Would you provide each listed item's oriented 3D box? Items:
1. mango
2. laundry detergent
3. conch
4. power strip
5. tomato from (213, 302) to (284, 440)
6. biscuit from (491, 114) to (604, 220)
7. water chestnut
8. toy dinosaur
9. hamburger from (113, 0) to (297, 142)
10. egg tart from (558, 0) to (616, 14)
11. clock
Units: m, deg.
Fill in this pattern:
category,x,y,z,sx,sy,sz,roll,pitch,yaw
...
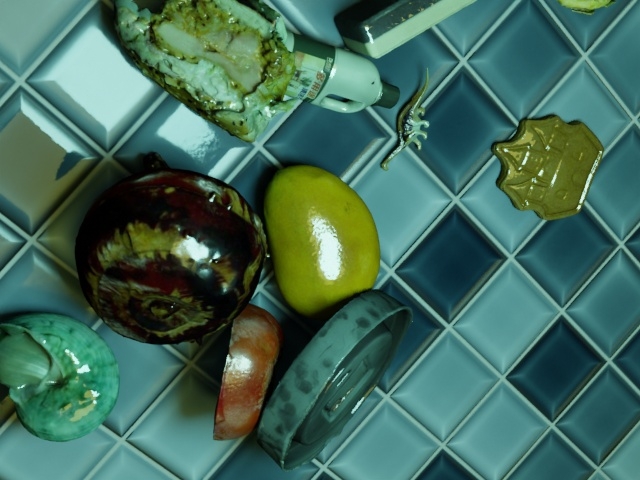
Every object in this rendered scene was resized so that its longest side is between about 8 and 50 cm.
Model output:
category,x,y,z,sx,sy,sz,roll,pitch,yaw
mango,0.007,0.001,1.680,0.175,0.139,0.254,-16,106,-24
laundry detergent,0.020,-0.249,1.640,0.226,0.070,0.099,14,117,-26
conch,-0.394,0.208,1.592,0.196,0.134,0.202,19,109,15
power strip,0.156,-0.369,1.638,0.257,0.105,0.070,-33,117,-10
tomato,-0.110,0.206,1.648,0.085,0.225,0.225,14,102,-1
biscuit,0.389,-0.130,1.850,0.215,0.034,0.182,15,100,-25
water chestnut,-0.215,-0.001,1.548,0.300,0.300,0.300,-7,109,-20
toy dinosaur,0.154,-0.191,1.734,0.058,0.037,0.180,12,103,-30
hamburger,-0.147,-0.264,1.507,0.288,0.192,0.167,36,85,13
egg tart,0.355,-0.501,1.625,0.345,0.132,0.345,7,79,-40
clock,0.025,0.219,1.688,0.325,0.067,0.325,-46,161,-21
